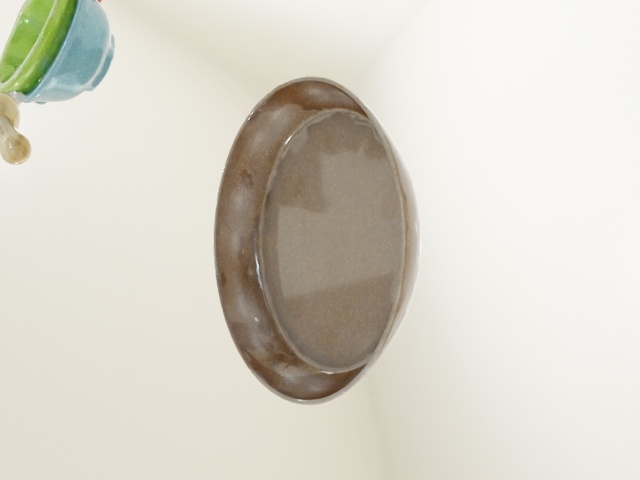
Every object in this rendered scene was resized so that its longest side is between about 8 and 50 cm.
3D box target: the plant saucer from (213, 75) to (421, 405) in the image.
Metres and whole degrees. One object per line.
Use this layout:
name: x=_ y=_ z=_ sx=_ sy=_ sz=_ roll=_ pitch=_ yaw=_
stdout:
plant saucer: x=0.000 y=0.000 z=0.805 sx=0.029 sy=0.168 sz=0.168 roll=0 pitch=-121 yaw=-37

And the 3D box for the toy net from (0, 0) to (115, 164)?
toy net: x=-0.166 y=-0.096 z=0.846 sx=0.045 sy=0.232 sz=0.122 roll=25 pitch=-119 yaw=-25
